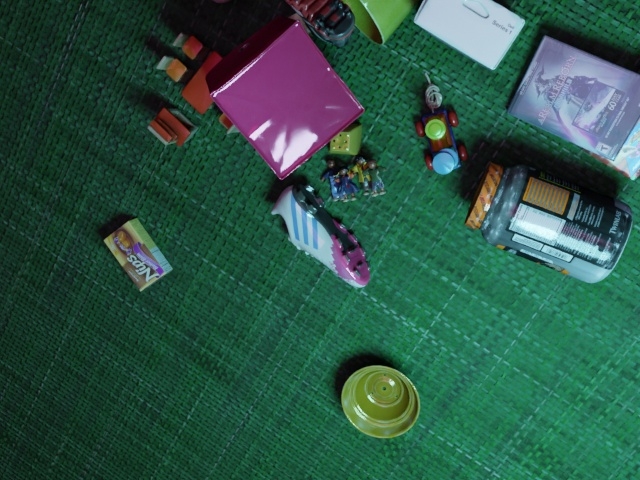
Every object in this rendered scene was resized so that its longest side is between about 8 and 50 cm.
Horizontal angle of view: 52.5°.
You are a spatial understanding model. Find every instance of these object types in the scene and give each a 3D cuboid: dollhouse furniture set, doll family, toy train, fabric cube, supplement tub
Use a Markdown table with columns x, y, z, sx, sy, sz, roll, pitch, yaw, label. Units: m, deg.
| x | y | z | sx | sy | sz | roll | pitch | yaw | label |
| --- | --- | --- | --- | --- | --- | --- | --- | --- | --- |
| -0.324 | -0.370 | 1.695 | 0.262 | 0.135 | 0.259 | 43 | 110 | 0 | dollhouse furniture set |
| 0.084 | -0.166 | 1.683 | 0.192 | 0.076 | 0.112 | -11 | 106 | 19 | doll family |
| 0.277 | -0.281 | 1.567 | 0.105 | 0.143 | 0.248 | -15 | 100 | 16 | toy train |
| -0.095 | -0.342 | 1.518 | 0.254 | 0.258 | 0.259 | -38 | 114 | 4 | fabric cube |
| 0.529 | -0.050 | 1.533 | 0.337 | 0.207 | 0.207 | 23 | 108 | 8 | supplement tub |

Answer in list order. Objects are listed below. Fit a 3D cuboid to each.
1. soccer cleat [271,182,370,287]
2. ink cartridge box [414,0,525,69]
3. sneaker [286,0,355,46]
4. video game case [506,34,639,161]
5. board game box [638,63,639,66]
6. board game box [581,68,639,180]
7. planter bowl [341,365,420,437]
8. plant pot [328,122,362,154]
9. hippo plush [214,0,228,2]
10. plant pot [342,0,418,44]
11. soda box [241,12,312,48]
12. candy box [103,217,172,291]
| x | y | z | sx | sy | sz | roll | pitch | yaw | label |
| --- | --- | --- | --- | --- | --- | --- | --- | --- | --- |
| 0.000 | 0.000 | 1.738 | 0.143 | 0.116 | 0.331 | -36 | 92 | 35 | soccer cleat |
| 0.328 | -0.474 | 1.433 | 0.201 | 0.278 | 0.117 | 32 | 109 | 4 | ink cartridge box |
| -0.019 | -0.564 | 1.548 | 0.097 | 0.135 | 0.276 | -42 | 78 | 2 | sneaker |
| 0.601 | -0.330 | 1.505 | 0.274 | 0.026 | 0.196 | 28 | 117 | 13 | video game case |
| 0.832 | -0.447 | 1.445 | 0.136 | 0.035 | 0.201 | 30 | 109 | 5 | board game box |
| 0.748 | -0.290 | 1.489 | 0.145 | 0.027 | 0.281 | 32 | 119 | 5 | board game box |
| 0.172 | 0.429 | 1.806 | 0.217 | 0.090 | 0.217 | 3 | 106 | 12 | planter bowl |
| 0.058 | -0.257 | 1.659 | 0.081 | 0.083 | 0.081 | 6 | 105 | 11 | plant pot |
| -0.288 | -0.720 | 1.536 | 0.236 | 0.294 | 0.234 | 28 | 87 | 14 | hippo plush |
| 0.160 | -0.647 | 1.460 | 0.293 | 0.275 | 0.275 | -42 | 92 | 5 | plant pot |
| -0.105 | -0.511 | 1.646 | 0.181 | 0.058 | 0.061 | -23 | 98 | 19 | soda box |
| -0.532 | 0.042 | 1.898 | 0.109 | 0.053 | 0.187 | -33 | 94 | 19 | candy box |
